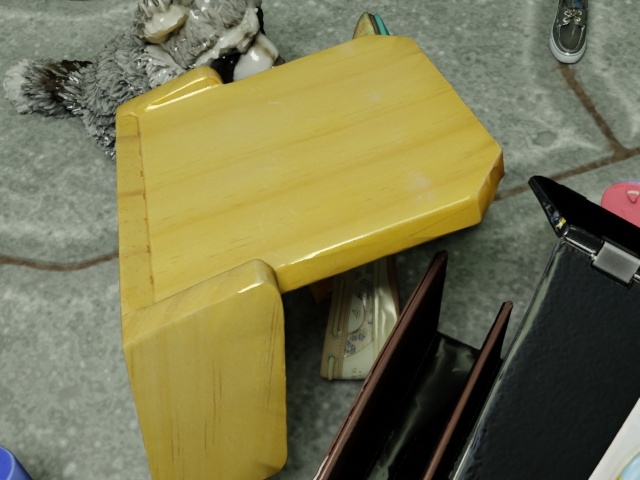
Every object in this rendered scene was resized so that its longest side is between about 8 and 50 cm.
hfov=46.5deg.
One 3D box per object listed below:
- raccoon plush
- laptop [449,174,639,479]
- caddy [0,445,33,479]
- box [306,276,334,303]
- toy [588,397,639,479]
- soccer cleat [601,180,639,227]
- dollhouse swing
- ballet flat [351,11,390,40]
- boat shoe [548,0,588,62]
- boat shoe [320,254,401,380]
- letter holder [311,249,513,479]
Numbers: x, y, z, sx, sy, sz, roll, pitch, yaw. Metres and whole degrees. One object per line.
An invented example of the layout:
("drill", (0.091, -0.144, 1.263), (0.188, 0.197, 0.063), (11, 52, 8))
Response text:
("raccoon plush", (-0.248, -0.218, 0.889), (0.446, 0.299, 0.216), (3, 59, 10))
("laptop", (0.299, 0.163, 0.603), (0.381, 0.408, 0.236), (29, 107, 2))
("caddy", (-0.374, 0.326, 0.645), (0.341, 0.179, 0.241), (-12, 35, 0))
("box", (0.000, 0.000, 0.884), (0.081, 0.028, 0.136), (-26, 61, -9))
("toy", (0.246, 0.160, 0.454), (0.137, 0.056, 0.237), (37, 74, 6))
("soccer cleat", (0.433, -0.004, 0.814), (0.248, 0.083, 0.095), (26, 35, 26))
("dollhouse swing", (-0.028, 0.010, 0.712), (0.304, 0.315, 0.347), (-9, 39, -11))
("ballet flat", (0.085, -0.149, 0.922), (0.123, 0.123, 0.349), (-20, 58, -6))
("boat shoe", (0.343, -0.305, 1.023), (0.049, 0.040, 0.142), (7, 59, 11))
("boat shoe", (0.033, 0.005, 0.797), (0.089, 0.104, 0.285), (-5, 75, 3))
("letter holder", (0.103, 0.189, 0.643), (0.152, 0.214, 0.302), (22, 63, 19))
